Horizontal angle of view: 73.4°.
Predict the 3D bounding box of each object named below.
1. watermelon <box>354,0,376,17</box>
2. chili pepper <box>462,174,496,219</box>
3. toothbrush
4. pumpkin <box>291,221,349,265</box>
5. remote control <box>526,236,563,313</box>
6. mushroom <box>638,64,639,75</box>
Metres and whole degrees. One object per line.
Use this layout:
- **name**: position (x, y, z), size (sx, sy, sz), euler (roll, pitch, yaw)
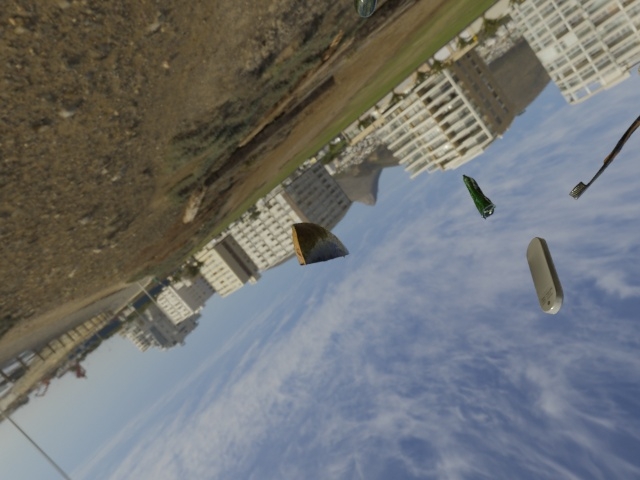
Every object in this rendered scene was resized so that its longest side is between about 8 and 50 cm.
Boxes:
- **watermelon**: position (0.143, -0.767, 1.372), size (0.078, 0.078, 0.111), euler (-42, 159, -24)
- **chili pepper**: position (0.644, -0.195, 1.784), size (0.059, 0.088, 0.227), euler (-16, -128, -3)
- **toothbrush**: position (0.823, -0.248, 1.203), size (0.023, 0.031, 0.321), euler (5, 125, -56)
- **pumpkin**: position (0.000, 0.000, 1.388), size (0.169, 0.148, 0.312), euler (-15, -178, -6)
- **remote control**: position (0.579, 0.085, 1.116), size (0.245, 0.022, 0.077), euler (-78, 179, -47)
- **mushroom**: position (0.955, -0.517, 1.148), size (0.223, 0.092, 0.081), euler (-33, 156, 1)
